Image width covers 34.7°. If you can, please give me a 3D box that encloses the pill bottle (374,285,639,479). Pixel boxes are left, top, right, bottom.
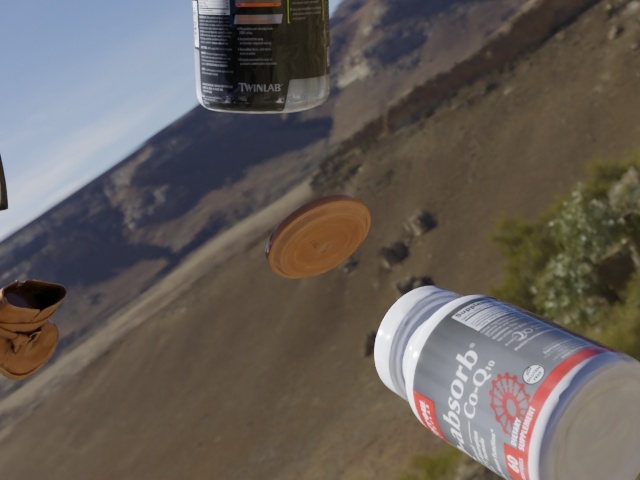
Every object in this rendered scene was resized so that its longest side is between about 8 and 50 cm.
[{"bbox_3d":[0.244,0.193,1.364,0.210,0.210,0.363,-37,31,-19],"label":"pill bottle"}]

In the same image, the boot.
[{"bbox_3d":[-0.337,0.096,1.178,0.152,0.073,0.197,-43,-8,24],"label":"boot"}]

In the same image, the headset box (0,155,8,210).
[{"bbox_3d":[-0.450,-0.055,0.935,0.293,0.110,0.218,-7,4,19],"label":"headset box"}]

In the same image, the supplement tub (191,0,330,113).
[{"bbox_3d":[-0.089,-0.367,1.518,0.207,0.338,0.207,0,16,0],"label":"supplement tub"}]

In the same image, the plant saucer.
[{"bbox_3d":[0.000,0.000,0.751,0.083,0.013,0.083,-21,-35,-15],"label":"plant saucer"}]
